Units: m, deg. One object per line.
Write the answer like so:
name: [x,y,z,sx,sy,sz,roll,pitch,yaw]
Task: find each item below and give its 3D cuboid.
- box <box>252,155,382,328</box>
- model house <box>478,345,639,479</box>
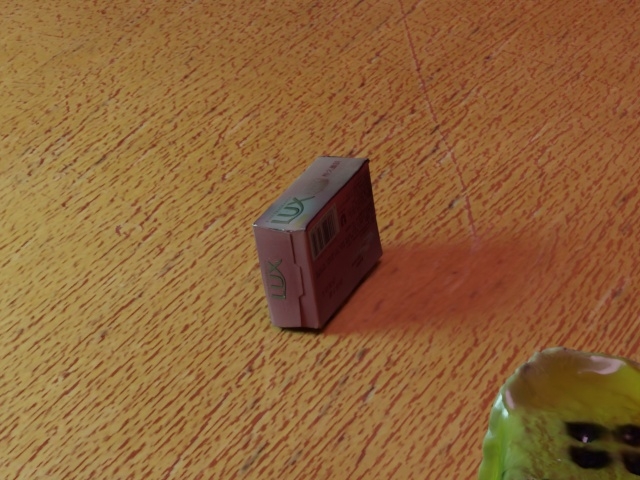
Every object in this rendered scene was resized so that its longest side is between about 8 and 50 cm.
box: [0.000,0.000,1.827,0.060,0.111,0.156,5,30,28]
model house: [0.195,0.202,1.386,0.175,0.193,0.234,7,24,4]
